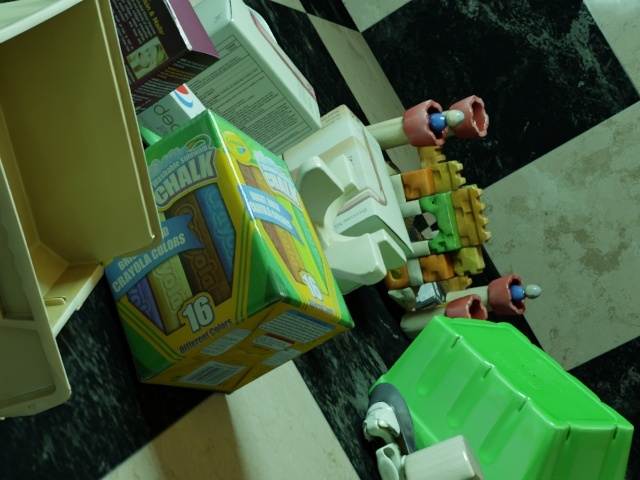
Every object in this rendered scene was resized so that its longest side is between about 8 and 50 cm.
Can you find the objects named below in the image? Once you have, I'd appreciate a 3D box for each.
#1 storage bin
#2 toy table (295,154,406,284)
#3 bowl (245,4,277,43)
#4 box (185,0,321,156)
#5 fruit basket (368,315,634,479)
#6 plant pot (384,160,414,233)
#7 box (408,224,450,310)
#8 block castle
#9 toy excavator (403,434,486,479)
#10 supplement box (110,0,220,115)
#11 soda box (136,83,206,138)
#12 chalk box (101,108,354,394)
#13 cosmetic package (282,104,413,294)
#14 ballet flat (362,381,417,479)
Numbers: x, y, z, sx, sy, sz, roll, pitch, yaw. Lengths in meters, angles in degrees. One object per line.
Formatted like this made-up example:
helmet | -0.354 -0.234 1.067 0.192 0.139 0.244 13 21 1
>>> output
storage bin | -0.229 -0.039 0.717 0.262 0.123 0.260 -78 160 -65
toy table | 0.000 0.000 1.376 0.252 0.161 0.274 39 26 -50
bowl | -0.127 -0.379 1.820 0.142 0.053 0.142 63 18 10
box | -0.126 -0.241 1.432 0.232 0.149 0.127 48 20 -35
fruit basket | 0.255 0.344 1.418 0.283 0.392 0.392 8 48 -34
plant pot | 0.129 -0.088 1.976 0.237 0.110 0.237 51 20 -27
box | 0.249 0.097 2.098 0.183 0.056 0.231 44 23 -40
block castle | 0.265 -0.048 1.841 0.303 0.213 0.453 -16 94 -57
toy excavator | 0.190 0.457 0.995 0.445 0.222 0.433 -5 71 -83
supplement box | -0.219 -0.194 1.019 0.104 0.188 0.081 62 16 6
soda box | -0.188 -0.150 1.231 0.216 0.074 0.069 50 20 -28
chalk box | -0.119 -0.007 1.012 0.180 0.179 0.289 27 37 -62
cosmetic package | 0.040 -0.075 1.630 0.129 0.153 0.296 44 22 -40
ballet flat | 0.100 0.288 1.339 0.074 0.074 0.203 37 32 -52
